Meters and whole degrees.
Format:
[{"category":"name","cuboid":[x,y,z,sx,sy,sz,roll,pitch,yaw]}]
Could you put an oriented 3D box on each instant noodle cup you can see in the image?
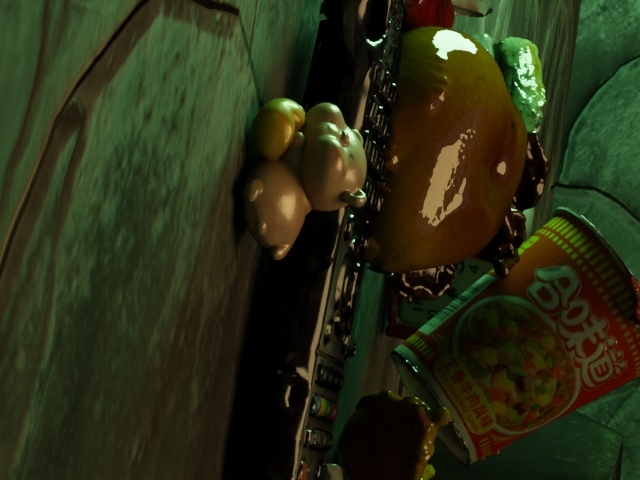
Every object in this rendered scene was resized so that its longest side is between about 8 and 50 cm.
[{"category":"instant noodle cup","cuboid":[0.188,0.102,1.789,0.193,0.212,0.193,56,-9,13]}]

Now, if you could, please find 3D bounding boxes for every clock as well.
[{"category":"clock","cuboid":[0.144,0.054,1.938,0.061,0.155,0.113,-11,111,-65]}]

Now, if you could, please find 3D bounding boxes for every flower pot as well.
[{"category":"flower pot","cuboid":[0.233,0.315,2.340,0.379,0.251,0.379,8,90,-77]}]

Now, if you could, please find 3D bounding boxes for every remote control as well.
[{"category":"remote control","cuboid":[0.000,0.000,1.429,0.144,0.062,0.399,40,60,-76]}]

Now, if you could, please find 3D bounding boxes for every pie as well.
[{"category":"pie","cuboid":[0.222,-0.129,2.305,0.240,0.054,0.240,-177,-90,-82]}]

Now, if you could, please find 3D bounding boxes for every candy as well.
[{"category":"candy","cuboid":[0.079,-0.204,1.683,0.292,0.059,0.086,66,35,-68]}]

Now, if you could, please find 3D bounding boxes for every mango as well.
[{"category":"mango","cuboid":[0.079,-0.077,1.594,0.166,0.136,0.236,68,33,-47]}]

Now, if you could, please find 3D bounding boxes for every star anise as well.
[{"category":"star anise","cuboid":[0.120,-0.025,1.756,0.126,0.190,0.220,53,42,-37]}]

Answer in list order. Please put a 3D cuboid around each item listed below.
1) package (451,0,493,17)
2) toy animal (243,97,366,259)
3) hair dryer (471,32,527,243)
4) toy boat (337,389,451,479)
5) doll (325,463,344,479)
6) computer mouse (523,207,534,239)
[{"category":"package","cuboid":[0.148,-0.333,1.935,0.251,0.062,0.204,-6,102,-74]},{"category":"toy animal","cuboid":[-0.007,-0.049,1.312,0.091,0.082,0.114,84,19,-46]},{"category":"hair dryer","cuboid":[0.177,-0.075,2.192,0.301,0.121,0.361,95,3,-63]},{"category":"toy boat","cuboid":[0.069,0.210,1.796,0.318,0.099,0.141,85,-14,-74]},{"category":"doll","cuboid":[0.018,0.325,1.703,0.183,0.085,0.217,77,15,-62]},{"category":"computer mouse","cuboid":[0.241,-0.051,2.557,0.231,0.079,0.128,70,27,-60]}]
